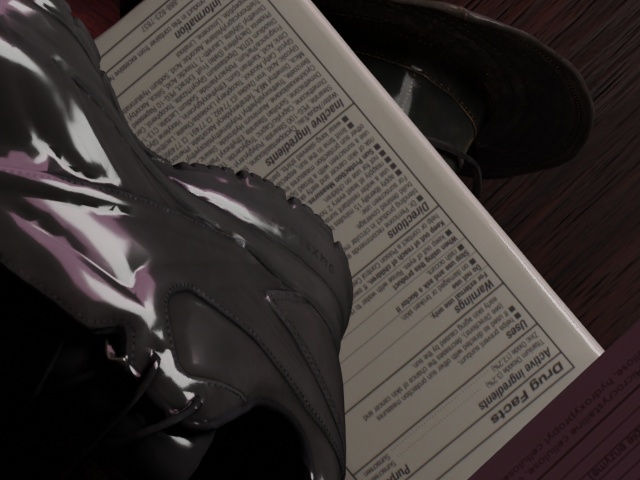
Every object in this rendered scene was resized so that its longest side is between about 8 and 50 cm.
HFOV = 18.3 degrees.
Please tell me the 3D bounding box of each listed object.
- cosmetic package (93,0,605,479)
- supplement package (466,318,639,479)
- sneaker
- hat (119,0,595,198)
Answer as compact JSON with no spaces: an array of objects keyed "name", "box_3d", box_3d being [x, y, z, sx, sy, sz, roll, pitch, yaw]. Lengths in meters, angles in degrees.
[{"name":"cosmetic package","box_3d":[0.000,0.000,1.073,0.309,0.160,0.113,51,2,3]},{"name":"supplement package","box_3d":[0.128,0.178,0.400,0.199,0.198,0.263,44,4,-42]},{"name":"sneaker","box_3d":[-0.083,0.012,0.595,0.286,0.109,0.130,30,36,-38]},{"name":"hat","box_3d":[0.006,-0.054,1.264,0.331,0.134,0.331,13,-16,4]}]
